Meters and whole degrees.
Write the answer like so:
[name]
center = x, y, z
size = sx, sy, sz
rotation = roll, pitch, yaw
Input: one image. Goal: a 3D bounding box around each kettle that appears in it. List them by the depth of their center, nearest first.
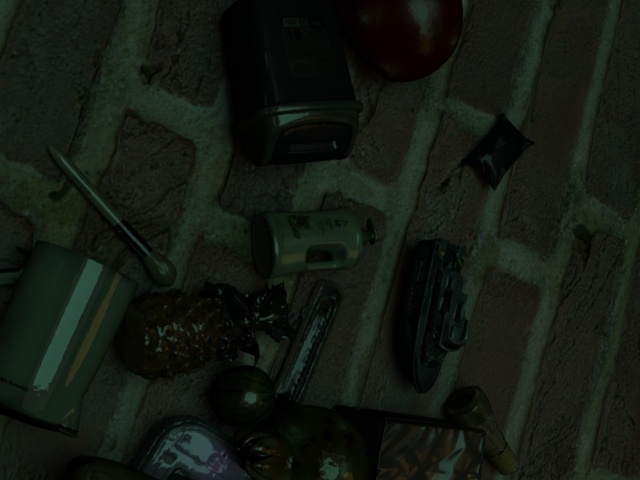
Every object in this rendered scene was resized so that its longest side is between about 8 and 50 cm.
[kettle]
center = -0.423, 0.136, 1.397
size = 0.240, 0.165, 0.255
rotation = 21, 80, 4

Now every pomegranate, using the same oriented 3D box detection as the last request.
[pomegranate]
center = -0.017, 0.350, 1.534
size = 0.241, 0.159, 0.190
rotation = 50, 47, -26

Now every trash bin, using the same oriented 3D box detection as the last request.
[trash bin]
center = -0.053, -0.275, 1.615
size = 0.210, 0.182, 0.290
rotation = -8, 85, -29

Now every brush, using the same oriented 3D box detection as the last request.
[brush]
center = -0.335, -0.040, 1.520
size = 0.299, 0.039, 0.042
rotation = 51, 61, -13

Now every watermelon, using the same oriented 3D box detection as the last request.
[watermelon]
center = -0.142, 0.261, 1.571
size = 0.133, 0.105, 0.105
rotation = -1, 86, 6

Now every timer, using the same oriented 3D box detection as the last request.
[timer]
center = -0.206, 0.398, 1.530
size = 0.208, 0.069, 0.190
rotation = 35, 78, -21

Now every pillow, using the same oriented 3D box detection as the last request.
[pillow]
center = 0.364, -0.182, 1.915
size = 0.150, 0.048, 0.090
rotation = -48, 111, -21

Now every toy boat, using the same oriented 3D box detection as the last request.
[toy boat]
center = 0.214, 0.143, 1.766
size = 0.114, 0.122, 0.296
rotation = 17, 80, -52

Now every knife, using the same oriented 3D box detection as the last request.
[knife]
center = -0.046, 0.231, 1.656
size = 0.089, 0.043, 0.365
rotation = 34, 71, -23

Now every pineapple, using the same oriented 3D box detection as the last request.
[pineapple]
center = -0.171, 0.147, 1.540
size = 0.310, 0.141, 0.170
rotation = -8, 60, -37

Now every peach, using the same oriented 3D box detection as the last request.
[peach]
center = 0.149, -0.409, 1.724
size = 0.244, 0.199, 0.243
rotation = -1, 92, -21

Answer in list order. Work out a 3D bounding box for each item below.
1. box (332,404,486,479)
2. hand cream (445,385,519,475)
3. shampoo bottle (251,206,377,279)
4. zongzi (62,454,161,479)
[box]
center = 0.153, 0.406, 1.694
size = 0.252, 0.153, 0.188
rotation = 16, 80, -29
[hand cream]
center = 0.329, 0.380, 1.839
size = 0.084, 0.084, 0.203
rotation = -45, 111, -24
[shampoo bottle]
center = 0.000, 0.000, 1.672
size = 0.234, 0.087, 0.118
rotation = -5, 85, -30
[zongzi]
center = -0.257, 0.570, 1.390
size = 0.418, 0.181, 0.447
rotation = 17, 86, -18
